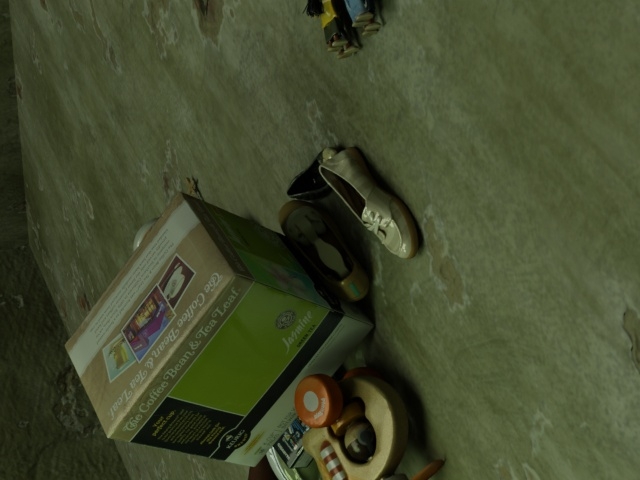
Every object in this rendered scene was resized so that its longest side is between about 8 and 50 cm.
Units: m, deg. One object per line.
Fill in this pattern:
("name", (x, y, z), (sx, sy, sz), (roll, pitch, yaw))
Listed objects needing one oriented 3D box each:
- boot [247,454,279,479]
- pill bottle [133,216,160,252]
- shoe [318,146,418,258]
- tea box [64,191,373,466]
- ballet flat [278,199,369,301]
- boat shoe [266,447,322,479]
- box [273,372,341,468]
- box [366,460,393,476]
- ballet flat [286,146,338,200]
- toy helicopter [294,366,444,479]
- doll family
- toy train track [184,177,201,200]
("boot", (-0.119, 0.387, 2.068), (0.096, 0.264, 0.281), (-3, 104, 33))
("pill bottle", (-0.294, 0.040, 2.295), (0.278, 0.162, 0.162), (25, 127, 60))
("shoe", (0.068, -0.049, 1.567), (0.219, 0.058, 0.077), (55, 150, 36))
("tea box", (-0.161, 0.151, 1.711), (0.329, 0.323, 0.220), (-51, 48, 14))
("ballet flat", (0.000, 0.000, 1.720), (0.232, 0.080, 0.073), (48, 178, 33))
("boat shoe", (-0.052, 0.336, 2.020), (0.094, 0.109, 0.302), (-30, 75, 62))
("box", (-0.056, 0.269, 1.934), (0.220, 0.051, 0.175), (48, 117, 36))
("box", (0.084, 0.461, 1.812), (0.170, 0.091, 0.130), (61, 154, 27))
("ballet flat", (-0.006, -0.099, 1.711), (0.058, 0.049, 0.173), (68, 156, 11))
("toy helicopter", (0.051, 0.385, 1.692), (0.235, 0.140, 0.355), (30, 110, 38))
("doll family", (0.029, -0.328, 1.471), (0.193, 0.076, 0.111), (-28, 74, 61))
("toy train track", (-0.267, -0.102, 2.330), (0.083, 0.014, 0.048), (57, 145, 22))
